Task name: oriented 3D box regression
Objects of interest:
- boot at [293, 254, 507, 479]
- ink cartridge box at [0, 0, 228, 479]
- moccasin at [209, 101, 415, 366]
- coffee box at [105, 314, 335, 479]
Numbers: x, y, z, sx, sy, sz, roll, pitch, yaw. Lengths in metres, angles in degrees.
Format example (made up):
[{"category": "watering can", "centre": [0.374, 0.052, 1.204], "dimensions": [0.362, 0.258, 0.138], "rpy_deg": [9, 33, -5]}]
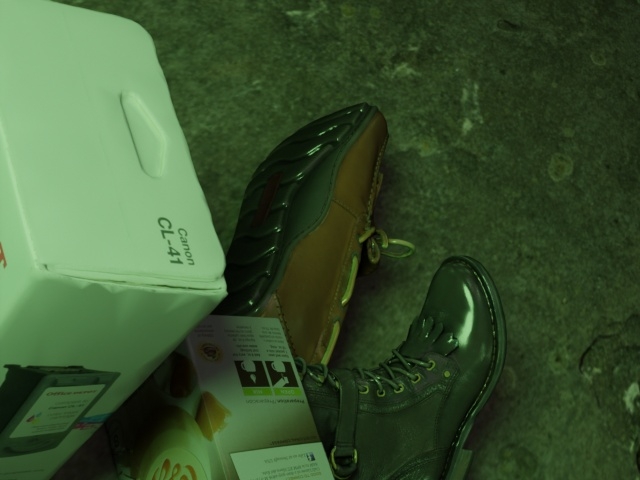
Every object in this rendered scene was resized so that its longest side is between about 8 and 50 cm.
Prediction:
[{"category": "boot", "centre": [0.045, 0.127, 0.963], "dimensions": [0.229, 0.091, 0.263], "rpy_deg": [13, 85, -38]}, {"category": "ink cartridge box", "centre": [-0.215, 0.021, 0.724], "dimensions": [0.131, 0.306, 0.226], "rpy_deg": [6, 50, -40]}, {"category": "moccasin", "centre": [0.003, -0.001, 1.094], "dimensions": [0.147, 0.139, 0.380], "rpy_deg": [52, 31, -27]}, {"category": "coffee box", "centre": [-0.068, 0.196, 0.830], "dimensions": [0.098, 0.141, 0.246], "rpy_deg": [6, 50, -39]}]
